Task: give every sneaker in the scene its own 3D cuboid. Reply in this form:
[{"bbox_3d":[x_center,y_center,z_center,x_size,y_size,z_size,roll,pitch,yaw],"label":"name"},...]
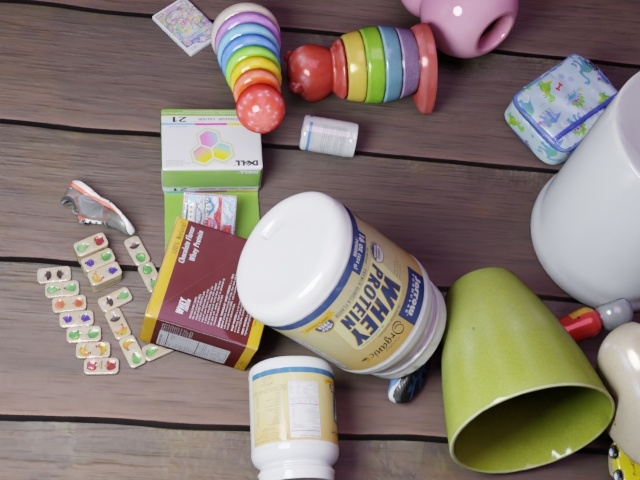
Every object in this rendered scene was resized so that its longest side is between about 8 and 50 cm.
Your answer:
[{"bbox_3d":[0.155,0.191,1.727,0.081,0.080,0.211,8,62,25],"label":"sneaker"},{"bbox_3d":[-0.407,-0.045,1.765,0.158,0.061,0.065,34,76,18],"label":"sneaker"}]

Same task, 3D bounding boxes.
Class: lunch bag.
[{"bbox_3d":[0.507,-0.267,1.986,0.219,0.090,0.176,-32,76,-20],"label":"lunch bag"}]

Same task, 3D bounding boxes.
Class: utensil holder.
[{"bbox_3d":[0.597,-0.086,1.744,0.327,0.385,0.328,3,65,-7],"label":"utensil holder"}]

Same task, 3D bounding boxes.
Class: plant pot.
[{"bbox_3d":[0.315,0.201,1.655,0.274,0.275,0.294,-5,49,-11],"label":"plant pot"}]

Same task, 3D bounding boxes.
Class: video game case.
[{"bbox_3d":[-0.275,-0.442,1.996,0.087,0.011,0.122,-39,76,-23],"label":"video game case"}]

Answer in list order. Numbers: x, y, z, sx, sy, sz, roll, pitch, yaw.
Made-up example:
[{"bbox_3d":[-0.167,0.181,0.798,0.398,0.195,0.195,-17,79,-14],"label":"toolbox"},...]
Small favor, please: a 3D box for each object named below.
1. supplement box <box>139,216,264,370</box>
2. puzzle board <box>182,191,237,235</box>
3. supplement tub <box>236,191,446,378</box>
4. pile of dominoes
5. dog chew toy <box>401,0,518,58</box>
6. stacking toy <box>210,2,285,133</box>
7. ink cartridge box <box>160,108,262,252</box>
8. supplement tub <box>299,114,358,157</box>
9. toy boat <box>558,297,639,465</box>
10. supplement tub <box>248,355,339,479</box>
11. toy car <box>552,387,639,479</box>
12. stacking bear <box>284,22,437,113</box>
[{"bbox_3d":[-0.189,0.093,1.670,0.194,0.129,0.191,18,63,-8],"label":"supplement box"},{"bbox_3d":[-0.204,-0.021,1.764,0.096,0.011,0.128,4,97,-7],"label":"puzzle board"},{"bbox_3d":[0.042,0.085,1.597,0.316,0.228,0.228,34,54,-39],"label":"supplement tub"},{"bbox_3d":[-0.365,0.108,1.699,0.196,0.040,0.251,-25,70,-19],"label":"pile of dominoes"},{"bbox_3d":[0.257,-0.534,2.025,0.206,0.207,0.332,-30,63,-20],"label":"dog chew toy"},{"bbox_3d":[-0.127,-0.317,1.817,0.141,0.141,0.330,-2,38,-10],"label":"stacking toy"},{"bbox_3d":[-0.200,-0.111,1.799,0.188,0.097,0.255,-1,64,-9],"label":"ink cartridge box"},{"bbox_3d":[0.016,-0.203,1.890,0.107,0.071,0.071,10,63,-3],"label":"supplement tub"},{"bbox_3d":[0.524,0.208,1.632,0.148,0.267,0.318,-18,36,-8],"label":"toy boat"},{"bbox_3d":[-0.044,0.303,1.593,0.144,0.144,0.200,0,65,-8],"label":"supplement tub"},{"bbox_3d":[0.512,0.310,1.724,0.225,0.053,0.239,31,63,7],"label":"toy car"},{"bbox_3d":[0.074,-0.342,1.925,0.289,0.164,0.175,-7,65,-7],"label":"stacking bear"}]
